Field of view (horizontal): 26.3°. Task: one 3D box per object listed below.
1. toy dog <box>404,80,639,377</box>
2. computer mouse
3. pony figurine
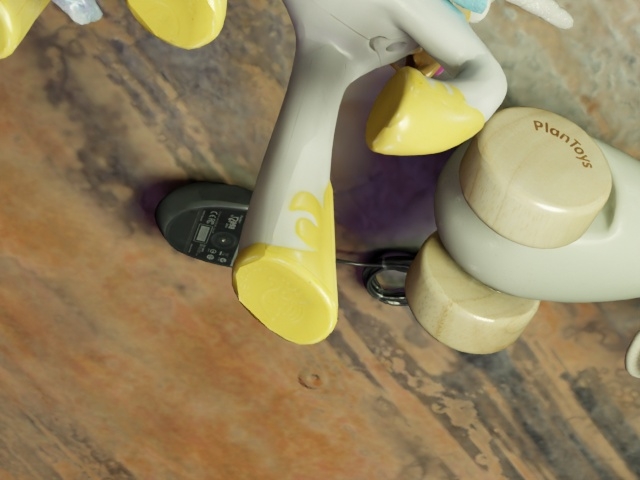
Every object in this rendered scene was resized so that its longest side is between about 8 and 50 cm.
[{"bbox_3d":[0.191,-0.034,0.871,0.333,0.161,0.220,12,139,-39],"label":"toy dog"},{"bbox_3d":[0.000,0.000,0.986,0.242,0.041,0.071,15,137,-14],"label":"computer mouse"},{"bbox_3d":[-0.029,-0.172,0.697,0.351,0.363,0.303,42,129,-6],"label":"pony figurine"}]
